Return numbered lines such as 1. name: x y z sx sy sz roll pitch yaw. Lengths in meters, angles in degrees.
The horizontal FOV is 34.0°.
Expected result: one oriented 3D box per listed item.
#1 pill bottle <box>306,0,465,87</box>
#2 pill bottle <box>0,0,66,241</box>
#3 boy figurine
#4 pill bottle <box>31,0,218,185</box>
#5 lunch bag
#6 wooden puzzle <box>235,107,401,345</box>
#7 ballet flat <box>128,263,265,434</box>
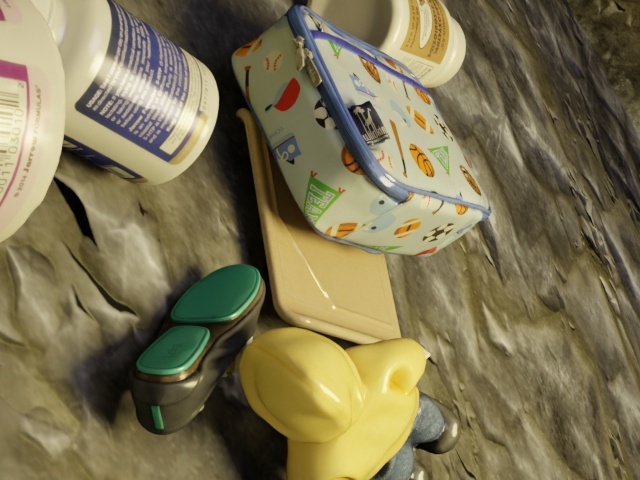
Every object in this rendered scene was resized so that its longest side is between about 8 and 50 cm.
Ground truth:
1. pill bottle: 0.090 -0.254 1.289 0.229 0.131 0.131 1 70 -60
2. pill bottle: -0.278 -0.072 0.483 0.301 0.169 0.169 0 71 -60
3. boy figurine: 0.022 0.153 0.877 0.092 0.177 0.285 34 -1 34
4. pill bottle: -0.173 -0.122 0.760 0.186 0.112 0.112 30 46 -50
5. lunch bag: 0.045 -0.111 1.071 0.303 0.115 0.243 16 46 -58
6. wooden puzzle: 0.000 0.000 1.056 0.221 0.044 0.239 23 46 -53
7. ballet flat: -0.093 0.086 0.813 0.074 0.074 0.203 61 23 -13
